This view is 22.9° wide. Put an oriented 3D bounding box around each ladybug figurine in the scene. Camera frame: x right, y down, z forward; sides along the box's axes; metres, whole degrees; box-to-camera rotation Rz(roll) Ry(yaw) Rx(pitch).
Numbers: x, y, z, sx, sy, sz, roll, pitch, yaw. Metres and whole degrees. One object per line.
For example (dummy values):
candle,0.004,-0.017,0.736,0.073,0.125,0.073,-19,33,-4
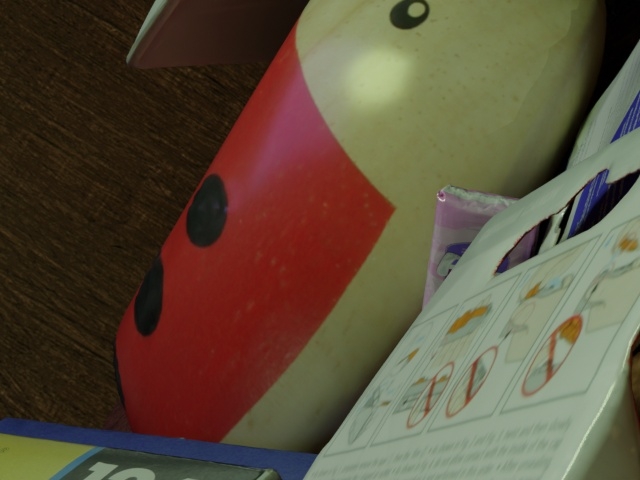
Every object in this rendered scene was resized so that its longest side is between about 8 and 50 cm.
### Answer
ladybug figurine,0.000,0.000,0.957,0.449,0.162,0.305,-57,5,32

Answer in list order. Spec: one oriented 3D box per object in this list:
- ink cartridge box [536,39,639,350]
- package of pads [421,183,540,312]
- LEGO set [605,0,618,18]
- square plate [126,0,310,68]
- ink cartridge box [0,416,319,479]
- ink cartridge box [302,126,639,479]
ink cartridge box,0.154,-0.055,0.678,0.208,0.045,0.206,-62,1,44
package of pads,0.077,0.016,0.765,0.032,0.050,0.083,-43,-38,-66
LEGO set,0.166,-0.122,1.041,0.083,0.023,0.054,-39,17,26
square plate,0.084,-0.218,0.975,0.344,0.347,0.049,-47,57,55
ink cartridge box,-0.170,0.154,0.772,0.303,0.072,0.307,0,28,38
ink cartridge box,0.041,0.134,0.536,0.385,0.091,0.308,-55,6,-18
